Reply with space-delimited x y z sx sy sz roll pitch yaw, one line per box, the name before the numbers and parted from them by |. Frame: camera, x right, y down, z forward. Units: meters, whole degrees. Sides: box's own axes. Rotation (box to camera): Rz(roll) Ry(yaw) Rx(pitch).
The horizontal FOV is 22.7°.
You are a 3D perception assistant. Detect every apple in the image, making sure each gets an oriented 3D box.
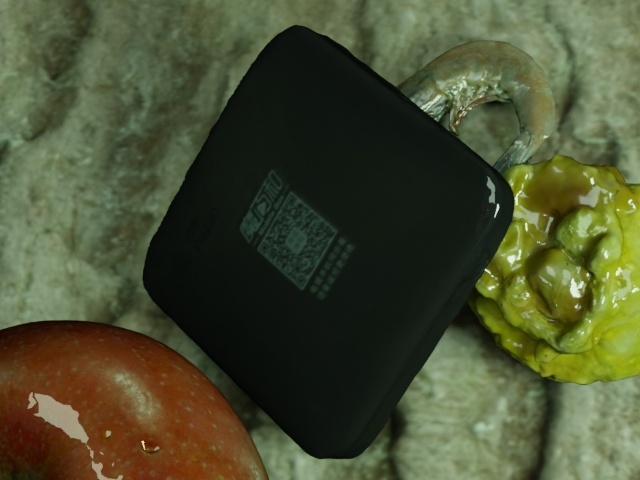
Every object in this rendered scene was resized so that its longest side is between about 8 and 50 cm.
apple | -0.204 0.238 1.269 0.348 0.277 0.348 -3 69 9

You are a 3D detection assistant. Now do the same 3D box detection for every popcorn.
popcorn | 0.214 0.025 1.336 0.197 0.155 0.198 -1 80 3

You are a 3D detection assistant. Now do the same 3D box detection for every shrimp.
shrimp | 0.112 -0.092 1.455 0.219 0.046 0.152 -29 64 -1

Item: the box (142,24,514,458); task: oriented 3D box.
box | 0.000 0.000 1.357 0.289 0.073 0.290 41 110 31
